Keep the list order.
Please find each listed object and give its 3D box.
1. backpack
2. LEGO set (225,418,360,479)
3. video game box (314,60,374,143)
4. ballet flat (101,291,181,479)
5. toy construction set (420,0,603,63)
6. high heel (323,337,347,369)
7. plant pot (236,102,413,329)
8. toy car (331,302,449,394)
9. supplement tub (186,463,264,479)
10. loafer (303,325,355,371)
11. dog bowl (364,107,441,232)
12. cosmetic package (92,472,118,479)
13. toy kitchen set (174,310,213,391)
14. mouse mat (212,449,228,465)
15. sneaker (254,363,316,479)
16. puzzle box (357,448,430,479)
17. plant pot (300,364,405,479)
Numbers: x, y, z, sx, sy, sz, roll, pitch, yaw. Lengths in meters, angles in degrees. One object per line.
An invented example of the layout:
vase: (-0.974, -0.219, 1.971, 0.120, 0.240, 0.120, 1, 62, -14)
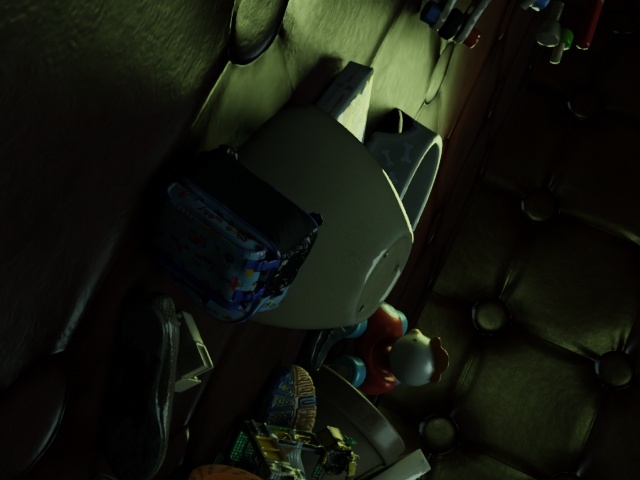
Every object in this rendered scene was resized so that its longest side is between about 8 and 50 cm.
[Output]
backpack: (-0.101, 0.013, 0.988, 0.117, 0.158, 0.173, -41, 164, -44)
LEGO set: (-0.062, 0.475, 1.611, 0.331, 0.255, 0.192, -59, -152, 9)
video game box: (0.012, -0.132, 1.389, 0.187, 0.048, 0.205, -52, 161, -37)
ballet flat: (-0.192, 0.165, 1.041, 0.058, 0.084, 0.250, -41, 145, -59)
toy construction set: (0.339, -0.467, 1.612, 0.257, 0.309, 0.237, 99, 13, -71)
high heel: (0.055, 0.227, 2.173, 0.261, 0.093, 0.186, -20, 106, -50)
plant pot: (0.000, 0.000, 1.163, 0.284, 0.191, 0.284, -48, 158, -27)
toy car: (0.181, 0.237, 2.066, 0.219, 0.238, 0.210, 11, 79, -55)
supplement tub: (-0.177, 0.514, 1.423, 0.316, 0.193, 0.193, -69, 166, 12)
loafer: (0.032, 0.166, 1.897, 0.223, 0.078, 0.076, -66, 166, -2)
dog bowl: (0.131, -0.078, 1.828, 0.349, 0.102, 0.349, -60, 164, -29)
cosmetic package: (-0.245, 0.439, 1.130, 0.129, 0.153, 0.296, -50, 160, -47)
toy kitchen set: (-0.179, 0.142, 1.145, 0.083, 0.075, 0.068, -27, 163, 5)
mouse mat: (-0.207, 0.462, 1.627, 0.190, 0.007, 0.152, -61, 166, -20)
sneaker: (-0.088, 0.372, 1.777, 0.131, 0.112, 0.296, 18, -78, 63)
puzzle box: (0.011, 0.575, 1.977, 0.409, 0.052, 0.272, -22, 169, -35)
plant pot: (0.008, 0.424, 1.952, 0.229, 0.263, 0.263, -45, 161, -15)
